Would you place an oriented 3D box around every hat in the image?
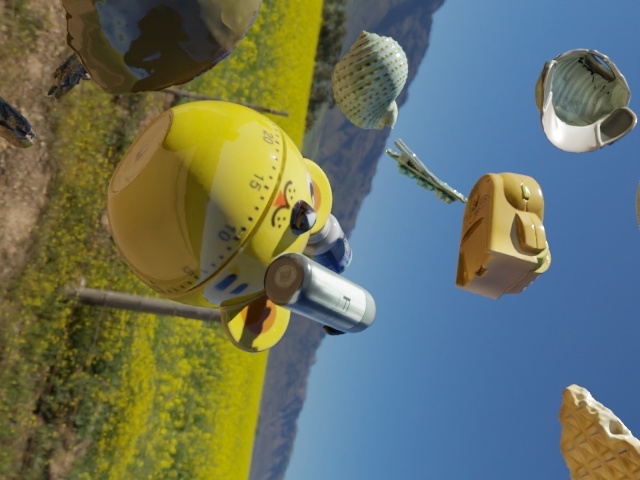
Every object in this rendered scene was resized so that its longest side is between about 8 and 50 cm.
[{"bbox_3d":[0.555,-0.292,1.444,0.275,0.232,0.161,-62,-179,-36],"label":"hat"}]

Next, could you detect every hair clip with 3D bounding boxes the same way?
[{"bbox_3d":[0.186,-0.114,1.169,0.049,0.173,0.049,-42,162,-17],"label":"hair clip"}]

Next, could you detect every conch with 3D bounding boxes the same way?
[{"bbox_3d":[0.099,-0.333,1.374,0.131,0.172,0.200,22,56,-67],"label":"conch"}]

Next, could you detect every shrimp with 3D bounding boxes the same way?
[{"bbox_3d":[-0.536,-0.439,1.639,0.317,0.077,0.168,-40,152,-12],"label":"shrimp"}]

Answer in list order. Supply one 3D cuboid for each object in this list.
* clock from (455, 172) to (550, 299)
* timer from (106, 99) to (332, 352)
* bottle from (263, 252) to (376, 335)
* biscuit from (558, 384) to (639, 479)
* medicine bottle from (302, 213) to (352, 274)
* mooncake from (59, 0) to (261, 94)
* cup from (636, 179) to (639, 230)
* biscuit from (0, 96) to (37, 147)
[{"bbox_3d":[0.474,-0.033,1.733,0.244,0.200,0.317,121,-23,-56],"label":"clock"},{"bbox_3d":[-0.145,-0.040,1.110,0.376,0.387,0.376,-32,-142,30],"label":"timer"},{"bbox_3d":[0.004,0.091,0.997,0.096,0.079,0.253,-48,148,8],"label":"bottle"},{"bbox_3d":[0.394,0.327,0.783,0.309,0.040,0.205,40,-39,55],"label":"biscuit"},{"bbox_3d":[0.000,0.000,1.460,0.191,0.107,0.107,59,36,-60],"label":"medicine bottle"},{"bbox_3d":[-0.275,-0.429,0.996,0.394,0.393,0.246,-59,159,-16],"label":"mooncake"},{"bbox_3d":[0.708,-0.052,1.199,0.347,0.163,0.347,168,-90,-75],"label":"cup"},{"bbox_3d":[-0.559,-0.224,1.070,0.042,0.226,0.226,-56,178,-14],"label":"biscuit"}]
